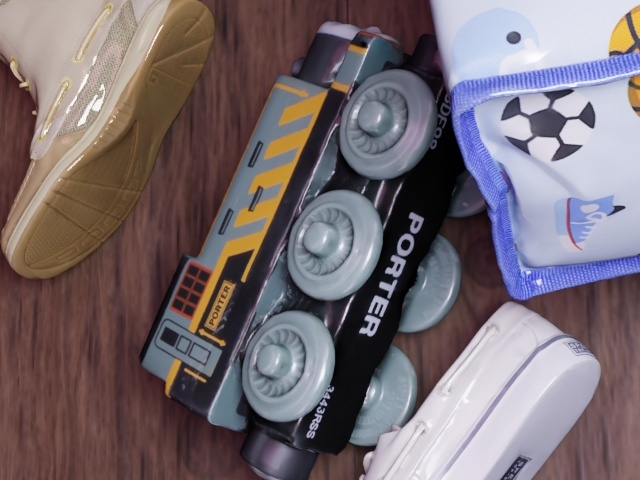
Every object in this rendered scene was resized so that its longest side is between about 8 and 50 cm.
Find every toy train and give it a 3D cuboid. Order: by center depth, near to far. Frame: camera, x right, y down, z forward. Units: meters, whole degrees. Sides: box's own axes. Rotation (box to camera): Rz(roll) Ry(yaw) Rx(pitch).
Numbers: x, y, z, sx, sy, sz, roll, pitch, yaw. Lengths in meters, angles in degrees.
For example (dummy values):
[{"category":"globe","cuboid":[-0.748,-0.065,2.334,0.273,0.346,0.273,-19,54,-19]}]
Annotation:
[{"category":"toy train","cuboid":[0.000,0.000,1.039,0.190,0.142,0.334,23,91,42]}]

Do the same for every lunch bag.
[{"category":"lunch bag","cuboid":[0.256,-0.173,0.827,0.385,0.239,0.328,-14,57,10]}]

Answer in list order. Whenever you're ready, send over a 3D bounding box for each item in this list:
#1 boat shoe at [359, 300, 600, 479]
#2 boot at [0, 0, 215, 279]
[{"category":"boat shoe","cuboid":[0.072,0.158,0.980,0.088,0.096,0.267,41,100,35]},{"category":"boot","cuboid":[-0.227,-0.117,1.216,0.203,0.095,0.262,31,94,31]}]
